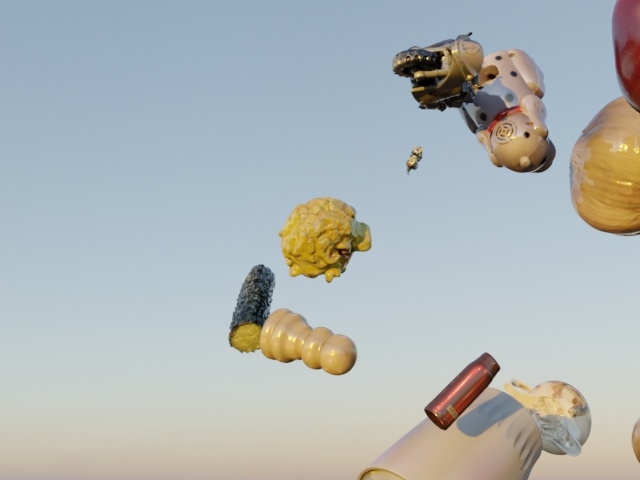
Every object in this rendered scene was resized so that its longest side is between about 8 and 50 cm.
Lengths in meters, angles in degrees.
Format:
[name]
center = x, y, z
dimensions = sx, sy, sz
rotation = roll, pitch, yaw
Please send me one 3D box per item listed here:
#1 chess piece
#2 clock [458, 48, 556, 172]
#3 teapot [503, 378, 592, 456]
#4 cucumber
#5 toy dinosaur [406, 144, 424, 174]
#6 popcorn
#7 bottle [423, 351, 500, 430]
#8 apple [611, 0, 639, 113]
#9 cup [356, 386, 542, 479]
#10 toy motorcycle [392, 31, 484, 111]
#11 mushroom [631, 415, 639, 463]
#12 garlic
[chess piece]
center = -0.013, 0.178, 1.303
dimensions = 0.170, 0.094, 0.094
rotation = 11, -9, 37
[clock]
center = 0.381, -0.230, 1.496
dimensions = 0.189, 0.254, 0.189
rotation = -7, -39, -6
[teapot]
center = 0.648, 0.492, 2.134
dimensions = 0.139, 0.204, 0.298
rotation = 5, 22, -37
[cucumber]
center = -0.163, 0.147, 1.884
dimensions = 0.096, 0.096, 0.359
rotation = 1, 25, 1
[toy dinosaur]
center = 0.249, -0.215, 2.025
dimensions = 0.031, 0.083, 0.047
rotation = 27, 11, 16
[popcorn]
center = 0.010, 0.004, 1.970
dimensions = 0.217, 0.235, 0.181
rotation = 19, 7, -28
[bottle]
center = 0.265, 0.274, 1.400
dimensions = 0.164, 0.060, 0.060
rotation = -41, -10, -16
[apple]
center = 0.623, -0.321, 1.207
dimensions = 0.288, 0.288, 0.317
rotation = 20, -1, -44
[cup]
center = 0.272, 0.478, 1.556
dimensions = 0.371, 0.253, 0.253
rotation = -32, 3, -35
[toy motorcycle]
center = 0.232, -0.300, 1.386
dimensions = 0.159, 0.106, 0.270
rotation = -12, -12, 21
[mushroom]
center = 0.808, 0.475, 1.603
dimensions = 0.298, 0.290, 0.297
rotation = 13, -22, 5
[garlic]
center = 0.661, -0.158, 1.581
dimensions = 0.259, 0.317, 0.317
rotation = 28, -8, 23
